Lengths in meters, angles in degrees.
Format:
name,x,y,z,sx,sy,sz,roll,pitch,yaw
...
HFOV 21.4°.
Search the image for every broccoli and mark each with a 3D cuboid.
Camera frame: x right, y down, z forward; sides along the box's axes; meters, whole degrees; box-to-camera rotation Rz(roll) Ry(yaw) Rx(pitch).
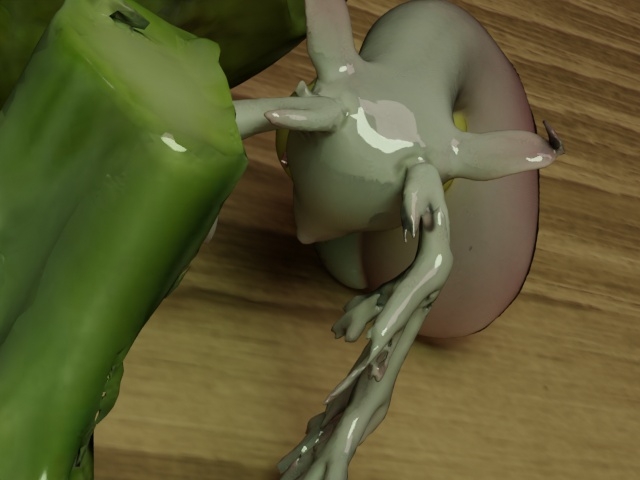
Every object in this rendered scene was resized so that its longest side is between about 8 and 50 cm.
name,x,y,z,sx,sy,sz,roll,pitch,yaw
broccoli,-0.165,0.063,0.564,0.249,0.302,0.375,3,32,-16

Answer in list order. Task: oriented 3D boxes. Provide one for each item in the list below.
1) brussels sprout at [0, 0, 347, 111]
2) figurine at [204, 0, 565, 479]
name,x,y,z,sx,sy,sz,roll,pitch,yaw
brussels sprout,-0.122,-0.179,0.904,0.328,0.328,0.247,-12,67,-50
figurine,0.013,0.004,0.891,0.206,0.284,0.315,37,7,16
